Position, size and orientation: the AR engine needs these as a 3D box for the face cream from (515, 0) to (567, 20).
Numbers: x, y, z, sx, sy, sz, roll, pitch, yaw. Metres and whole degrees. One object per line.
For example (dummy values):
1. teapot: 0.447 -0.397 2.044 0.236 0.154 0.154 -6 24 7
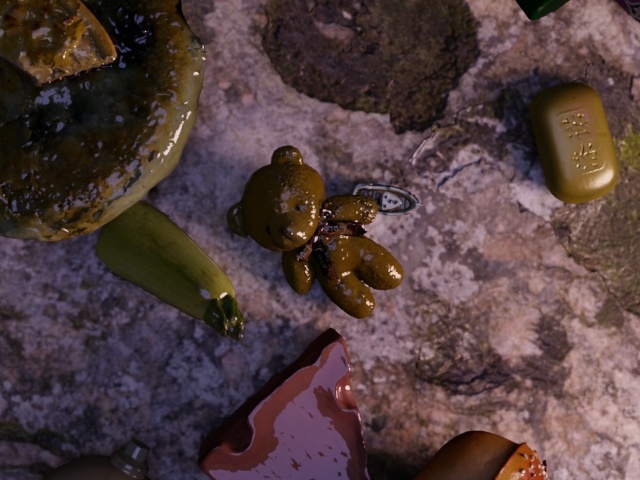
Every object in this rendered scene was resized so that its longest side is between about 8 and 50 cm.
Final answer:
1. face cream: 0.204 -0.434 1.043 0.312 0.219 0.357 -36 89 5

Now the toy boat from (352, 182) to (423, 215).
1. toy boat: 0.076 -0.046 1.136 0.083 0.038 0.038 6 90 -4

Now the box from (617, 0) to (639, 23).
1. box: 0.479 -0.397 1.115 0.097 0.134 0.345 38 87 -7

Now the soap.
1. soap: 0.294 -0.113 1.148 0.089 0.045 0.140 -16 92 -8

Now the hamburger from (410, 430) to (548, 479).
1. hamburger: 0.153 0.305 1.064 0.147 0.237 0.237 43 87 19

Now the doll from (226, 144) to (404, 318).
1. doll: 0.000 0.000 1.101 0.209 0.097 0.137 39 106 -9

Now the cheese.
1. cheese: -0.046 0.214 1.084 0.177 0.128 0.202 -12 93 -5

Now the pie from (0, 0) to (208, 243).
1. pie: -0.287 -0.150 1.063 0.296 0.078 0.371 41 85 8

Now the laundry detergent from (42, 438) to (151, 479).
1. laundry detergent: -0.254 0.336 1.087 0.181 0.091 0.253 29 88 -6

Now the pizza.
1. pizza: -0.288 -0.217 1.019 0.160 0.036 0.099 38 83 8

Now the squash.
1. squash: -0.150 0.044 1.101 0.200 0.075 0.090 38 68 17
